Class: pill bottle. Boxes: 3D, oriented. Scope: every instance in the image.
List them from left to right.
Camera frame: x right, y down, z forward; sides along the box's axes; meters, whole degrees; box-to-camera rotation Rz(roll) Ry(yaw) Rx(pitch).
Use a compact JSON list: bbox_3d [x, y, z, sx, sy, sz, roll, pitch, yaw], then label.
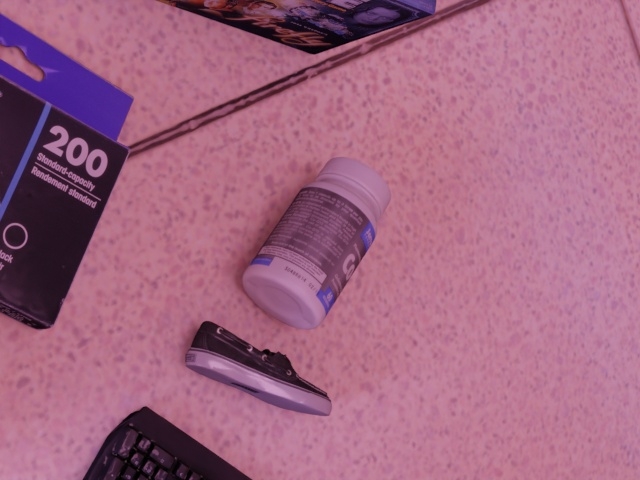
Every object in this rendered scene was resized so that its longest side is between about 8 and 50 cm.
[{"bbox_3d":[0.000,0.000,1.050,0.078,0.078,0.137,46,61,-24],"label":"pill bottle"}]

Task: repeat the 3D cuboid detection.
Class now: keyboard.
[{"bbox_3d":[-0.080,0.292,0.991,0.317,0.033,0.202,40,64,-26],"label":"keyboard"}]

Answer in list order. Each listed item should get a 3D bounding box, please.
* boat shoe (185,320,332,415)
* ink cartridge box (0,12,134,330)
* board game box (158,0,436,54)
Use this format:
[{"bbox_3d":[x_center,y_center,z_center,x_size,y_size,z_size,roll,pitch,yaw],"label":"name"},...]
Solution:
[{"bbox_3d":[-0.045,0.108,1.025,0.142,0.049,0.040,27,70,-30],"label":"boat shoe"},{"bbox_3d":[-0.244,-0.071,0.896,0.206,0.045,0.208,31,67,-30],"label":"ink cartridge box"},{"bbox_3d":[-0.051,-0.214,0.979,0.243,0.165,0.042,13,78,-35],"label":"board game box"}]
